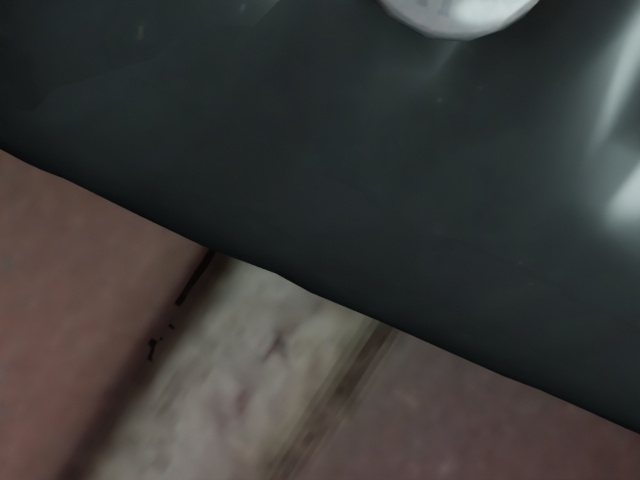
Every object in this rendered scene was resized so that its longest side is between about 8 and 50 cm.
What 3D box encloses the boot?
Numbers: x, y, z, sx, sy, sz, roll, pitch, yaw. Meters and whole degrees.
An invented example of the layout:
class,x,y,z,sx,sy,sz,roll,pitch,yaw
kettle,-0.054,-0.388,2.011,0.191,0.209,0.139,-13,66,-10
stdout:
class,x,y,z,sx,sy,sz,roll,pitch,yaw
boot,0.001,-0.002,0.388,0.445,0.146,0.367,18,107,-29
